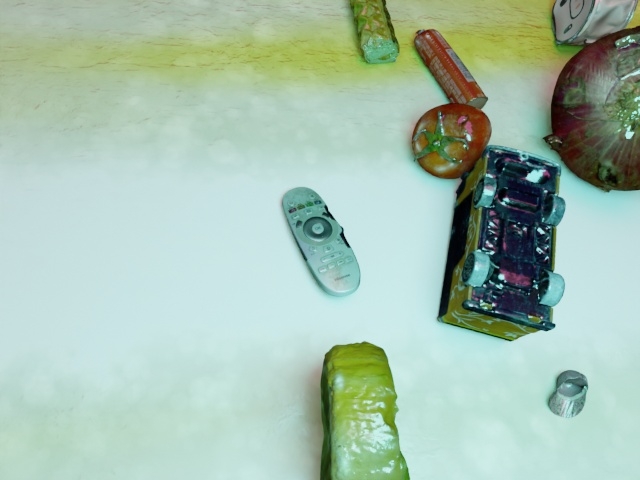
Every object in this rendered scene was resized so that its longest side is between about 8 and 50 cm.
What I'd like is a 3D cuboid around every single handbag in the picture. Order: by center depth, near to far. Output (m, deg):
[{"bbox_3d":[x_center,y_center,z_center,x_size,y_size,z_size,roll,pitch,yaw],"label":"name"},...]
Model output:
[{"bbox_3d":[0.709,-0.608,1.250,0.117,0.179,0.205,9,69,-12],"label":"handbag"}]

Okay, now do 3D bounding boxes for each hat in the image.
[{"bbox_3d":[0.440,0.271,0.855,0.058,0.042,0.087,23,97,3],"label":"hat"}]

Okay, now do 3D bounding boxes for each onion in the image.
[{"bbox_3d":[0.655,-0.273,1.003,0.354,0.353,0.353,3,63,-6],"label":"onion"}]

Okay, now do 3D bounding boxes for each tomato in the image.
[{"bbox_3d":[0.277,-0.214,1.012,0.167,0.167,0.167,3,63,-6],"label":"tomato"}]

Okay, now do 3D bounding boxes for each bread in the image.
[{"bbox_3d":[0.128,-0.563,1.195,0.098,0.087,0.269,-5,65,-9],"label":"bread"}]

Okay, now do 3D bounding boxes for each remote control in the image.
[{"bbox_3d":[0.000,-0.002,0.924,0.098,0.045,0.256,-16,64,-16],"label":"remote control"}]

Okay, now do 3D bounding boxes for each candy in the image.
[{"bbox_3d":[0.057,0.273,0.677,0.118,0.260,0.259,-1,64,-3],"label":"candy"}]

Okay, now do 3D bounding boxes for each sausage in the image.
[{"bbox_3d":[0.304,-0.422,1.158,0.074,0.074,0.274,-19,68,-16],"label":"sausage"}]

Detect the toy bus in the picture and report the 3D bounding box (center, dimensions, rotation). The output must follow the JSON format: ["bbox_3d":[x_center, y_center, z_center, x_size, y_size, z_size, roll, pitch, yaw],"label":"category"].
[{"bbox_3d":[0.329,0.009,0.880,0.162,0.194,0.323,15,66,0],"label":"toy bus"}]
